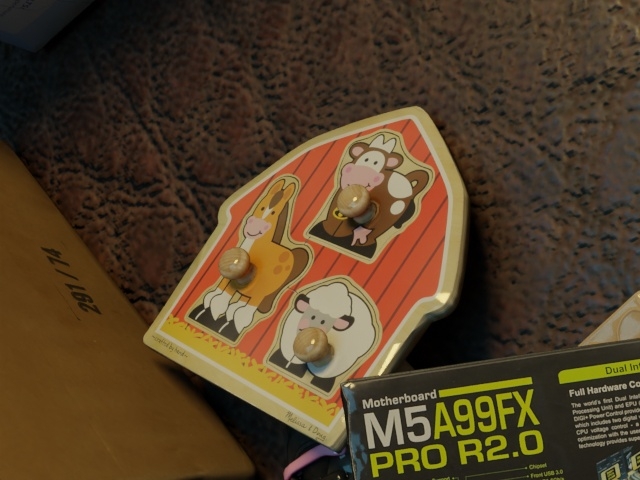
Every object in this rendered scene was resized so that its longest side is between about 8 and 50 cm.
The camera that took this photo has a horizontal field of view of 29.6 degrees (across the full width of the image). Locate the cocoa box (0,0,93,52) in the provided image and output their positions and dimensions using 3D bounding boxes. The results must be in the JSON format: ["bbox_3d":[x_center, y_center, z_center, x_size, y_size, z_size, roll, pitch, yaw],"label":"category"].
[{"bbox_3d":[-0.172,-0.320,0.728,0.347,0.231,0.228,-35,68,22],"label":"cocoa box"}]

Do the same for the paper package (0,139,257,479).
[{"bbox_3d":[-0.240,0.079,0.681,0.168,0.309,0.325,-50,65,14],"label":"paper package"}]

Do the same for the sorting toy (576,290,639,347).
[{"bbox_3d":[0.170,0.074,0.616,0.062,0.012,0.083,-44,62,14],"label":"sorting toy"}]

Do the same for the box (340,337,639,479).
[{"bbox_3d":[0.156,0.149,0.524,0.270,0.060,0.216,-9,79,1],"label":"box"}]

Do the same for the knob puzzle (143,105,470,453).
[{"bbox_3d":[0.000,0.000,0.670,0.213,0.030,0.213,-21,47,25],"label":"knob puzzle"}]

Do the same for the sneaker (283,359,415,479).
[{"bbox_3d":[0.007,0.174,0.611,0.104,0.147,0.295,-41,65,48],"label":"sneaker"}]
